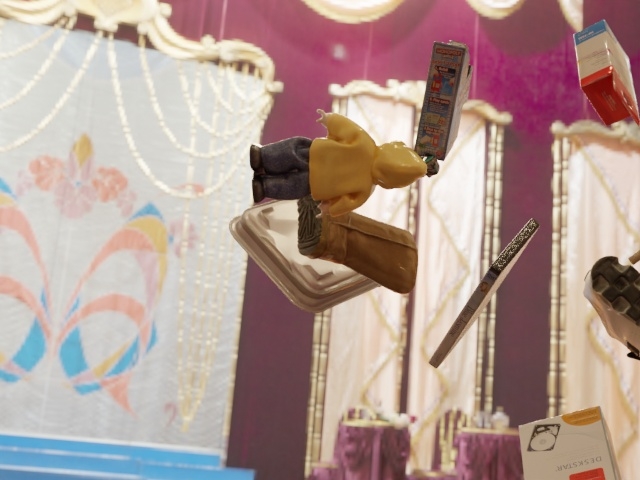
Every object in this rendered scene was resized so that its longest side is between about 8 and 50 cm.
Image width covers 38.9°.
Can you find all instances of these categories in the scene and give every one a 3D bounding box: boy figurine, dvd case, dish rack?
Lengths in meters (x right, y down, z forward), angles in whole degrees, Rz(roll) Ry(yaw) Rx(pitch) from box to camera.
[{"bbox_3d":[0.028,-0.127,1.471,0.285,0.177,0.092,-5,11,4],"label":"boy figurine"},{"bbox_3d":[0.279,0.092,1.544,0.022,0.180,0.253,36,-48,14],"label":"dvd case"},{"bbox_3d":[0.000,0.000,1.922,0.333,0.285,0.072,-20,-29,-47],"label":"dish rack"}]

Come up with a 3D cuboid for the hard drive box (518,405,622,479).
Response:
[{"bbox_3d":[0.510,0.460,1.842,0.181,0.089,0.232,-19,24,16],"label":"hard drive box"}]

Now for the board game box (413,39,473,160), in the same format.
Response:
[{"bbox_3d":[0.227,-0.271,1.596,0.060,0.194,0.194,15,-54,15],"label":"board game box"}]

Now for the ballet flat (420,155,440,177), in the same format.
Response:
[{"bbox_3d":[0.177,-0.126,1.585,0.041,0.041,0.114,9,4,-18],"label":"ballet flat"}]

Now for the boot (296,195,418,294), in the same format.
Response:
[{"bbox_3d":[0.075,-0.039,1.711,0.269,0.236,0.089,19,-18,-41],"label":"boot"}]

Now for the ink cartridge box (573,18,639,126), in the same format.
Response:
[{"bbox_3d":[0.618,-0.348,1.958,0.078,0.231,0.134,-23,-49,32],"label":"ink cartridge box"}]

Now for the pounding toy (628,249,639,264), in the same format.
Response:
[{"bbox_3d":[0.684,0.036,1.584,0.110,0.183,0.237,43,3,-18],"label":"pounding toy"}]

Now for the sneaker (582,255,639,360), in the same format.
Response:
[{"bbox_3d":[0.667,0.183,1.848,0.122,0.330,0.146,-33,-19,-14],"label":"sneaker"}]
